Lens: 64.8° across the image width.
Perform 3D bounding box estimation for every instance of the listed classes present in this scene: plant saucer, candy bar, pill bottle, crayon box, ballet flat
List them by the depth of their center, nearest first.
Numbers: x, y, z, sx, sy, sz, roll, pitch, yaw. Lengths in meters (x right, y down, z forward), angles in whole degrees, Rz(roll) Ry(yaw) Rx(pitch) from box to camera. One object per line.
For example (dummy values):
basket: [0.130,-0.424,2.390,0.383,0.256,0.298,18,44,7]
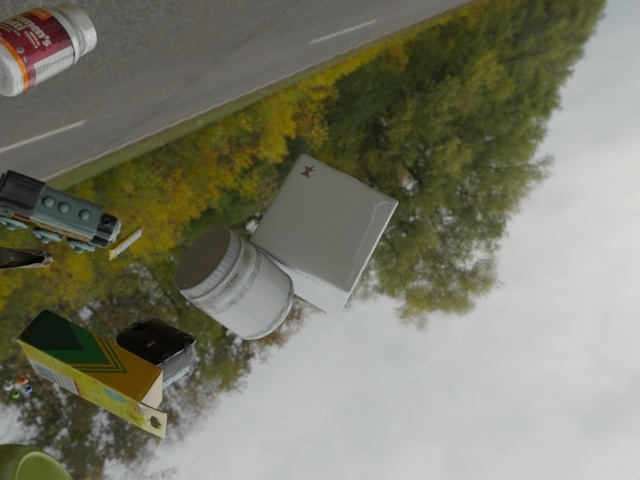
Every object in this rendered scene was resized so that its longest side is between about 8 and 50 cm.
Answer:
plant saucer: [-0.398,0.395,0.727,0.037,0.240,0.241,-29,-167,-11]
pill bottle: [-0.560,-0.384,0.995,0.121,0.121,0.221,-17,-151,41]
crayon box: [-0.441,0.283,1.043,0.081,0.319,0.202,-62,179,-37]
candy bar: [-0.594,0.005,1.541,0.018,0.040,0.161,21,-143,11]
ballet flat: [-1.029,0.063,1.688,0.250,0.084,0.058,3,178,-45]

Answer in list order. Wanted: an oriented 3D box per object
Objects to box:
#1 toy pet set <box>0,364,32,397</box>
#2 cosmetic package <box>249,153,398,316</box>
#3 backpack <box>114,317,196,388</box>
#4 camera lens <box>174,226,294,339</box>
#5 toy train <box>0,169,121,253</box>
toy pet set: [-0.755,0.315,1.174,0.122,0.114,0.065,-16,137,-57]
cosmetic package: [0.000,0.000,1.607,0.327,0.330,0.393,-61,174,-18]
backpack: [-0.586,0.391,1.767,0.254,0.191,0.225,27,-146,25]
camera lens: [-0.222,0.120,1.359,0.219,0.274,0.219,-27,-141,24]
toy train: [-0.698,-0.070,1.331,0.190,0.334,0.142,-16,-124,55]
